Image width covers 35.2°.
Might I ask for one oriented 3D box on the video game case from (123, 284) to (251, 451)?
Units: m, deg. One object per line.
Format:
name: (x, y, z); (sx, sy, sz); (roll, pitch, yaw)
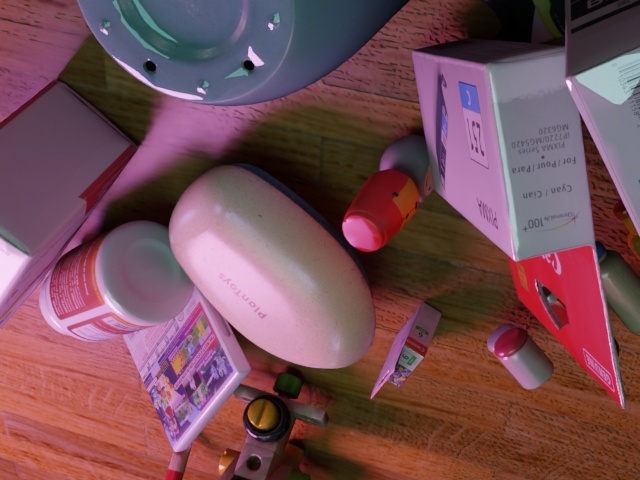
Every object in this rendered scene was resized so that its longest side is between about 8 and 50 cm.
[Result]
video game case: (-0.170, 0.134, 1.237); (0.201, 0.023, 0.183); (-52, 58, 41)

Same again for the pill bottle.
pill bottle: (-0.250, 0.055, 1.198); (0.121, 0.121, 0.216); (49, 145, -17)

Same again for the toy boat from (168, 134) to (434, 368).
toy boat: (0.000, 0.000, 1.065); (0.267, 0.148, 0.318); (48, 137, -10)

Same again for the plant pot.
plant pot: (-0.065, -0.246, 0.821); (0.293, 0.235, 0.293); (11, 129, 14)

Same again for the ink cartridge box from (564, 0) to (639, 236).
ink cartridge box: (0.233, -0.129, 0.727); (0.065, 0.333, 0.165); (-22, 116, 24)

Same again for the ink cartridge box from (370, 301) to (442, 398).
ink cartridge box: (0.096, 0.128, 1.123); (0.029, 0.115, 0.063); (31, 132, -1)

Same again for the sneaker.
sneaker: (0.134, -0.250, 0.832); (0.097, 0.084, 0.235); (-18, 117, 35)

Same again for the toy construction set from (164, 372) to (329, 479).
toy construction set: (-0.095, 0.295, 1.320); (0.309, 0.237, 0.257); (2, 160, 39)

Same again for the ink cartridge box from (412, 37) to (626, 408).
ink cartridge box: (0.150, -0.028, 0.822); (0.066, 0.296, 0.261); (-12, 103, -1)

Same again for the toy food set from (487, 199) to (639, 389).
toy food set: (0.245, 0.060, 1.009); (0.232, 0.111, 0.104); (-31, 109, 36)

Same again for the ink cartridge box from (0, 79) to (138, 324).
ink cartridge box: (-0.367, -0.005, 1.149); (0.131, 0.226, 0.306); (38, 132, -6)
